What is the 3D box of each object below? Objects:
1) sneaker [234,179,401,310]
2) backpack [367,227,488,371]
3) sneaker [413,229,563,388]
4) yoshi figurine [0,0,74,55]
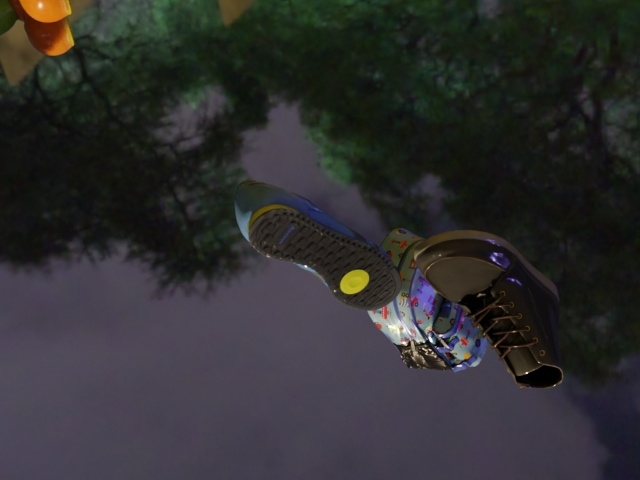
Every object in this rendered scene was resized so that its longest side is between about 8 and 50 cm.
[{"bbox_3d":[0.000,0.000,1.003,0.069,0.209,0.082,-48,-143,15],"label":"sneaker"},{"bbox_3d":[0.141,0.070,1.310,0.117,0.173,0.158,1,-125,41],"label":"backpack"},{"bbox_3d":[0.190,0.074,1.068,0.083,0.222,0.118,-33,-135,35],"label":"sneaker"},{"bbox_3d":[-0.406,-0.174,0.911,0.362,0.203,0.203,-13,-143,-14],"label":"yoshi figurine"}]
